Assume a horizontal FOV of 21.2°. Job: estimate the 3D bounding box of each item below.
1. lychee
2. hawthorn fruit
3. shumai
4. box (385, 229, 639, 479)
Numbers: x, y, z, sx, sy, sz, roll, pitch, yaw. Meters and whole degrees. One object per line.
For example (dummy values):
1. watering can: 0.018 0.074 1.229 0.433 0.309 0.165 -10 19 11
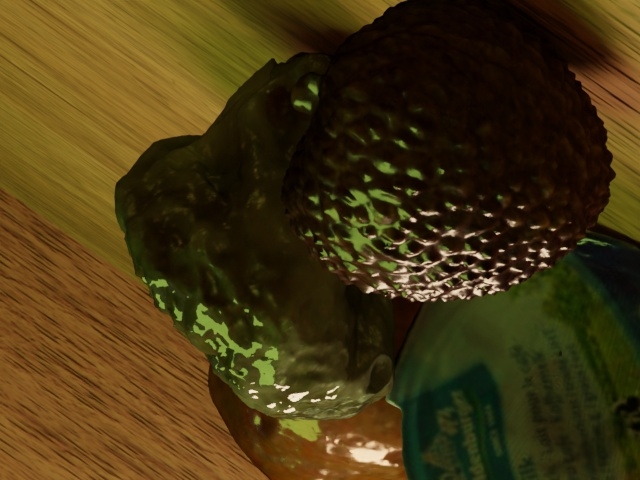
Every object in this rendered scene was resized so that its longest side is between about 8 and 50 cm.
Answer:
1. lychee: 0.068 -0.052 0.997 0.194 0.194 0.194 34 169 7
2. hawthorn fruit: 0.059 0.103 1.510 0.298 0.277 0.277 16 171 -6
3. shumai: 0.000 0.000 1.248 0.260 0.222 0.225 57 -164 -6
4. box: 0.230 0.131 1.304 0.206 0.291 0.262 24 -139 -55
